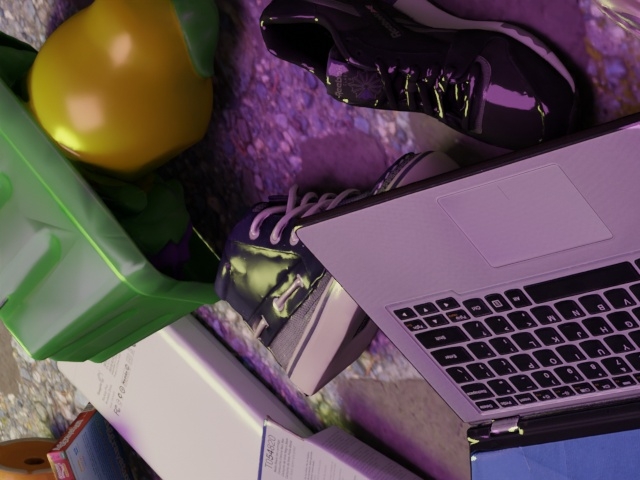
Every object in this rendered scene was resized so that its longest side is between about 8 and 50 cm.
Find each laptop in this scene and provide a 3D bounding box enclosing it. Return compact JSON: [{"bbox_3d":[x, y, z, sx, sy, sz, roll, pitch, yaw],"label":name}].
[{"bbox_3d":[0.190,0.159,1.223,0.382,0.236,0.408,-17,124,43],"label":"laptop"}]

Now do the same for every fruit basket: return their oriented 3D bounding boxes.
[{"bbox_3d":[-0.217,-0.104,1.623,0.392,0.283,0.392,-2,84,16],"label":"fruit basket"}]

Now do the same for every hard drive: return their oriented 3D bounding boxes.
[{"bbox_3d":[-0.160,0.181,1.854,0.353,0.047,0.233,43,139,23],"label":"hard drive"}]

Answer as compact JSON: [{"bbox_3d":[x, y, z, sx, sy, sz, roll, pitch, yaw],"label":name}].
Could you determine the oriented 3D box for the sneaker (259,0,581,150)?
[{"bbox_3d":[0.071,-0.129,1.320,0.283,0.124,0.107,31,134,33],"label":"sneaker"}]

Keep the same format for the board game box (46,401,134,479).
[{"bbox_3d":[-0.250,0.348,1.995,0.027,0.145,0.281,-12,106,18],"label":"board game box"}]

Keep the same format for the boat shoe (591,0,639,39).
[{"bbox_3d":[0.179,-0.259,1.131,0.324,0.123,0.116,38,131,17],"label":"boat shoe"}]

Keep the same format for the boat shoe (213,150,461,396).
[{"bbox_3d":[0.000,0.000,1.482,0.158,0.127,0.340,43,140,12],"label":"boat shoe"}]

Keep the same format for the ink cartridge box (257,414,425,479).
[{"bbox_3d":[0.033,0.299,1.693,0.224,0.045,0.223,29,134,24],"label":"ink cartridge box"}]

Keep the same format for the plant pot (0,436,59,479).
[{"bbox_3d":[-0.369,0.361,2.107,0.205,0.205,0.188,16,110,43],"label":"plant pot"}]
